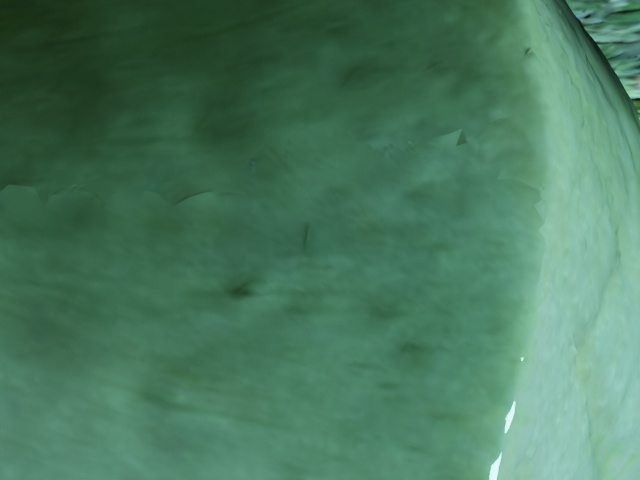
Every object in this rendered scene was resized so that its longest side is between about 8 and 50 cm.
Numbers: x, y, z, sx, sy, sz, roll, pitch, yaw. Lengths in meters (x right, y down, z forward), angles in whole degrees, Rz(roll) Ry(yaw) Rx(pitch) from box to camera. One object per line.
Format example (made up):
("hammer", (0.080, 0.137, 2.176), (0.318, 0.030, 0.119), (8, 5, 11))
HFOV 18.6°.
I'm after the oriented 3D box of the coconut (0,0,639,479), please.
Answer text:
("coconut", (-0.091, 0.016, 0.615), (0.415, 0.345, 0.415), (-9, 166, -2))
